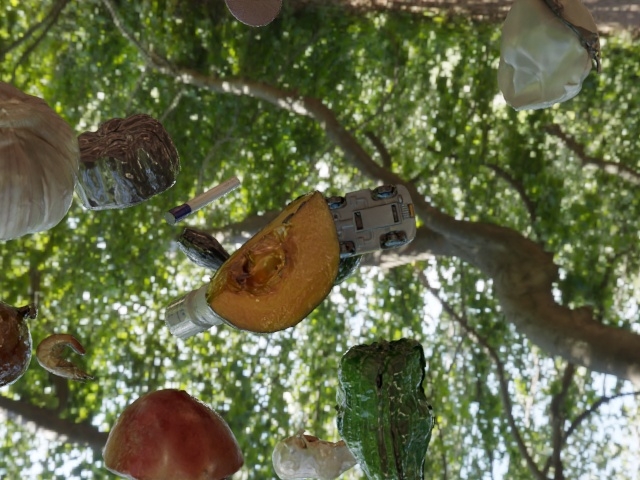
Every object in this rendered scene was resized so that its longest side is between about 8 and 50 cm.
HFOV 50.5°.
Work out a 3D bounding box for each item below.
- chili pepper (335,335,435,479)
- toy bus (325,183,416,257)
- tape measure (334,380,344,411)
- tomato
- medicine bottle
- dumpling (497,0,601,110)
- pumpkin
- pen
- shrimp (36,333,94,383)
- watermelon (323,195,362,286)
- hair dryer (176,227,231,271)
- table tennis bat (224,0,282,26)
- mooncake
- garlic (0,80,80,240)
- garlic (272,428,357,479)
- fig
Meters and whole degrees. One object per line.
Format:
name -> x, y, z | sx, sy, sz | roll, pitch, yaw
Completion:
chili pepper -> 0.123, 0.374, 1.315 | 0.167, 0.385, 0.213 | -5, -176, 34
toy bus -> 0.091, -0.032, 1.398 | 0.209, 0.126, 0.136 | -12, 170, 8
tape measure -> 0.111, 0.397, 1.832 | 0.154, 0.177, 0.087 | -21, -121, -14
tomato -> -0.312, 0.406, 1.458 | 0.309, 0.170, 0.309 | 0, 177, 0
medicine bottle -> -0.290, 0.168, 1.636 | 0.168, 0.105, 0.105 | -26, 167, 36
dumpling -> 0.401, -0.369, 1.259 | 0.204, 0.293, 0.163 | -24, 139, 25
pumpkin -> -0.085, 0.067, 1.146 | 0.169, 0.148, 0.312 | -28, -165, 51
pen -> -0.266, -0.097, 1.562 | 0.033, 0.033, 0.269 | 9, -154, 24
shrimp -> -0.609, 0.284, 1.645 | 0.162, 0.095, 0.045 | 37, 148, -30
watermelon -> -0.002, 0.004, 1.745 | 0.242, 0.242, 0.242 | 5, -173, -1
hair dryer -> -0.322, 0.044, 1.993 | 0.235, 0.091, 0.271 | 35, 172, -17
table tennis bat -> -0.243, -0.874, 2.280 | 0.200, 0.310, 0.038 | -21, -156, 4
mooncake -> -0.512, -0.207, 1.746 | 0.306, 0.154, 0.306 | -12, -150, 7
garlic -> -0.568, -0.137, 1.178 | 0.317, 0.259, 0.317 | 22, -139, -21
garlic -> -0.018, 0.559, 1.724 | 0.217, 0.110, 0.228 | -23, 143, 24
fig -> -0.797, 0.239, 1.630 | 0.235, 0.235, 0.214 | 7, -145, 16
